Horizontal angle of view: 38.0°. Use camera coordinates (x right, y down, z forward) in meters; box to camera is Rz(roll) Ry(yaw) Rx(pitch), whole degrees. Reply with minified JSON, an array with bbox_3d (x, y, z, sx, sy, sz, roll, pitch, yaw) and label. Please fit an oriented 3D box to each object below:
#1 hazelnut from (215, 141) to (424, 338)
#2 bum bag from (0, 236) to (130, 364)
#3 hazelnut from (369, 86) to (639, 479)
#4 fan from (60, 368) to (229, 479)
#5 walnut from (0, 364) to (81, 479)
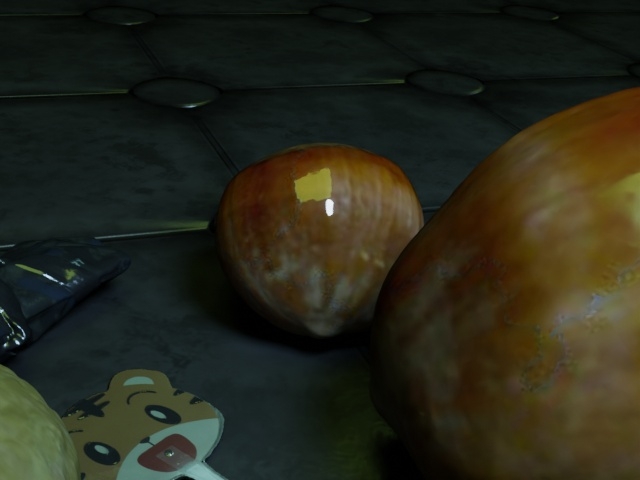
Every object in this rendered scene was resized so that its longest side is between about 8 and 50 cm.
[{"bbox_3d":[0.000,0.000,0.909,0.215,0.176,0.214,1,56,-1],"label":"hazelnut"},{"bbox_3d":[-0.292,0.055,0.854,0.137,0.074,0.310,5,25,21],"label":"bum bag"},{"bbox_3d":[0.220,0.059,0.697,0.366,0.365,0.365,4,27,-2],"label":"hazelnut"},{"bbox_3d":[-0.116,0.168,0.730,0.227,0.008,0.153,21,30,30],"label":"fan"},{"bbox_3d":[-0.232,0.167,0.479,0.283,0.227,0.283,45,13,-13],"label":"walnut"}]
